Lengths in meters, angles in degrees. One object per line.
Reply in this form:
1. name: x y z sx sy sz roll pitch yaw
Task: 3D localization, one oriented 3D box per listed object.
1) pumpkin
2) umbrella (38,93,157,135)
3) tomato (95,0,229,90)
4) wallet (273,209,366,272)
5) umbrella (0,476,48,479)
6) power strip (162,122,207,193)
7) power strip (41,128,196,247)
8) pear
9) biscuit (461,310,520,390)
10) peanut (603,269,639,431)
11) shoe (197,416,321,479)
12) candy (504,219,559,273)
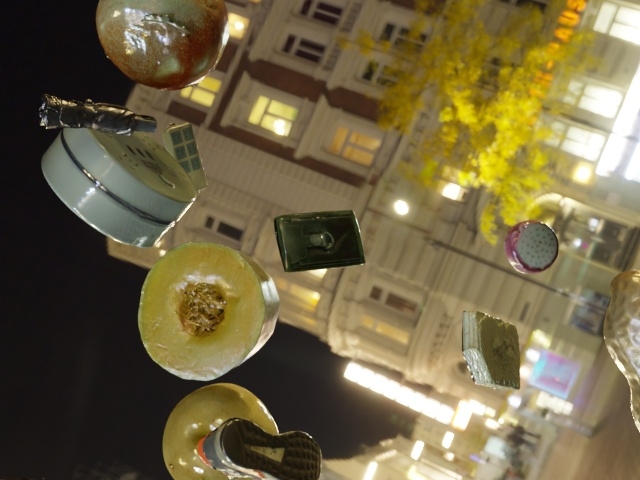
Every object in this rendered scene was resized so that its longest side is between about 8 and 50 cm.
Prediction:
1. pumpkin: -0.264 0.174 2.014 0.332 0.332 0.199 -68 -14 0
2. umbrella: -0.449 -0.247 1.660 0.236 0.059 0.066 6 -66 -27
3. tomato: -0.351 -0.505 1.878 0.303 0.303 0.239 -56 2 -33
4. wallet: 0.001 -0.001 2.157 0.055 0.236 0.160 136 125 -62
5. umbrella: -0.423 0.353 1.188 0.013 0.122 0.022 81 -161 -65
6. power strip: -0.347 -0.207 2.083 0.081 0.035 0.192 -28 -70 -44
7. power strip: -0.469 -0.159 1.894 0.161 0.357 0.357 -47 -13 14
8. pear: -0.254 0.525 2.118 0.309 0.309 0.309 -55 -21 -34
9. biscuit: 0.369 0.237 1.741 0.252 0.052 0.150 24 -116 -53
10. peanut: 0.543 0.191 1.316 0.120 0.136 0.298 -15 -95 -60
11. shoe: -0.150 0.505 1.879 0.336 0.171 0.132 28 -130 -41
12. candy: 0.395 0.012 1.524 0.103 0.103 0.043 -65 13 -9
